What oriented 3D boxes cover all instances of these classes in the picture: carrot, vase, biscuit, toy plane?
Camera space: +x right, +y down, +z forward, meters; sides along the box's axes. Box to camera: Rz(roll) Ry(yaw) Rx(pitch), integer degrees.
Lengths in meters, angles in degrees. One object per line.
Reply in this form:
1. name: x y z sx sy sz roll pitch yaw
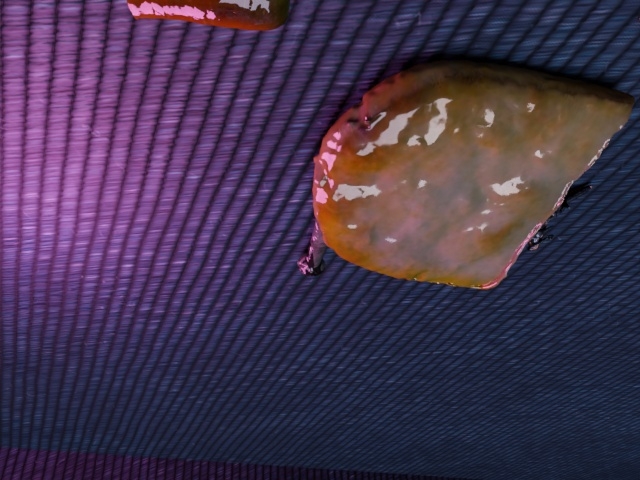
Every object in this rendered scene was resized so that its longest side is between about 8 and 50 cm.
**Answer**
1. carrot: -0.133 -0.296 0.673 0.193 0.087 0.087 3 142 -6
2. vase: 0.000 0.000 1.084 0.059 0.059 0.167 6 141 -13
3. biscuit: 0.203 -0.092 0.938 0.446 0.104 0.429 6 134 -13
4. toy plane: 0.417 -0.052 1.057 0.189 0.061 0.130 -27 107 21

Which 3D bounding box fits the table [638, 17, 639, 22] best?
1. table: 0.487 -0.282 0.752 0.079 0.083 0.062 12 138 -22
